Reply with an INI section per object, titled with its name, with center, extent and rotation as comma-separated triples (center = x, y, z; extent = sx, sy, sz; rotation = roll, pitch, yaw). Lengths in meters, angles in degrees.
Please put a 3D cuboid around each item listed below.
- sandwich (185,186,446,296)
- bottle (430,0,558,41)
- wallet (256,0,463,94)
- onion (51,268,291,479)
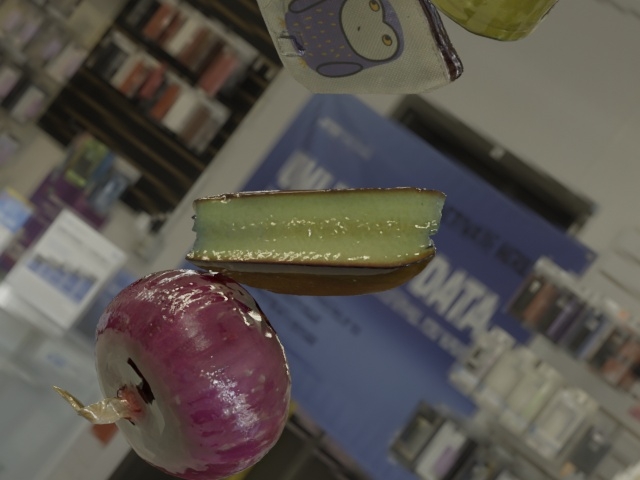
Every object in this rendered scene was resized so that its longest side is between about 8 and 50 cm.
[sandwich]
center = 0.000, 0.000, 1.605
extent = 0.258, 0.094, 0.096
rotation = 1, -21, 13
[bottle]
center = 0.238, -0.358, 1.528
extent = 0.172, 0.351, 0.171
rotation = 18, 50, -23
[wallet]
center = 0.028, -0.325, 2.032
extent = 0.275, 0.068, 0.335
rotation = -5, -61, 38
[onion]
center = -0.104, 0.108, 1.267
extent = 0.177, 0.177, 0.153
rotation = 37, 40, -1
